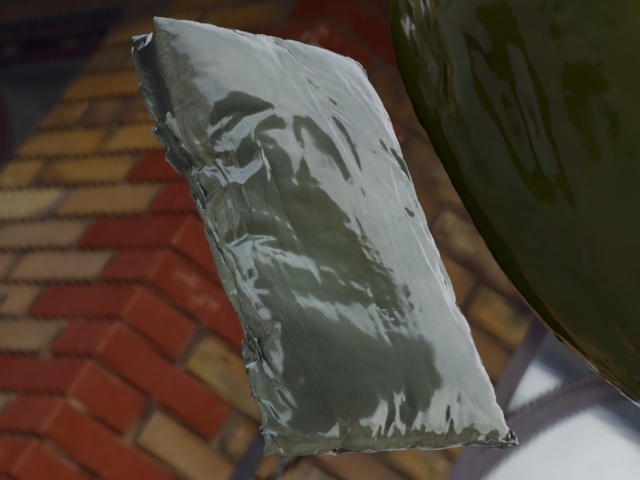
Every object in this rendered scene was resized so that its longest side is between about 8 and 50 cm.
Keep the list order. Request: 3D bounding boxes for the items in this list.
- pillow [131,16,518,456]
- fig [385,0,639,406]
[{"bbox_3d":[0.000,0.000,0.911,0.050,0.148,0.229,-43,-122,46],"label":"pillow"},{"bbox_3d":[0.189,-0.083,0.773,0.343,0.343,0.343,22,-34,16],"label":"fig"}]
